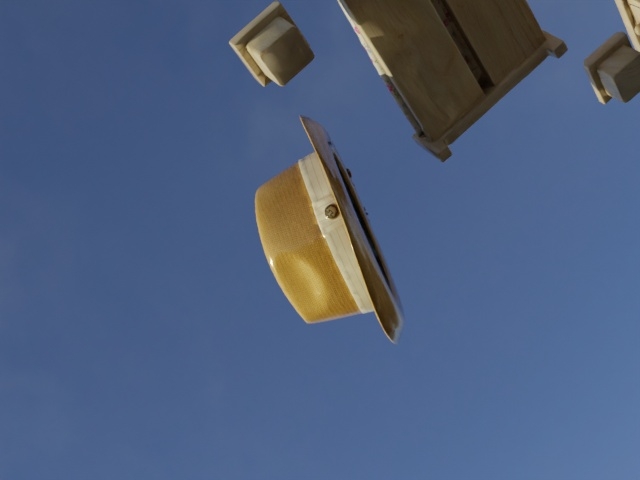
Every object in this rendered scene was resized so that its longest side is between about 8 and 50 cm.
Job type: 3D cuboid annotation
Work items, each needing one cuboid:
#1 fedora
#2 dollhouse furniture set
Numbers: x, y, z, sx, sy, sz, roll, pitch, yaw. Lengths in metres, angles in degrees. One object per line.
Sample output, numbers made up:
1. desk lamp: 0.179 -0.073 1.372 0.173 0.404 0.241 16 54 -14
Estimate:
1. fedora: 0.000 0.000 1.091 0.079 0.194 0.194 -23 -34 6
2. dollhouse furniture set: 0.109 -0.189 1.144 0.355 0.174 0.303 -41 -50 -6
